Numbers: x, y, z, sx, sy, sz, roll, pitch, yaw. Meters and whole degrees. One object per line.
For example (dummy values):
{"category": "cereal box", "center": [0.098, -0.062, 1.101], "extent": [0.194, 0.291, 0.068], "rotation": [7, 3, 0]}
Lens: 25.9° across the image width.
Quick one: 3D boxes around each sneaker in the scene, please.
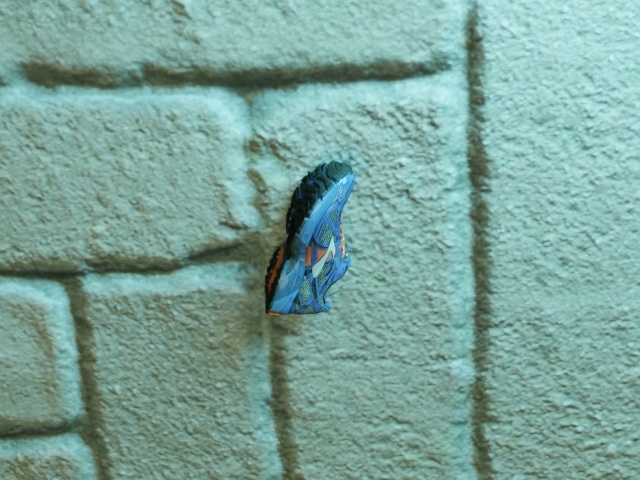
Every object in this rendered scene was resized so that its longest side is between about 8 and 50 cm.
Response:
{"category": "sneaker", "center": [0.000, 0.000, 1.666], "extent": [0.087, 0.083, 0.221], "rotation": [11, 125, -17]}
